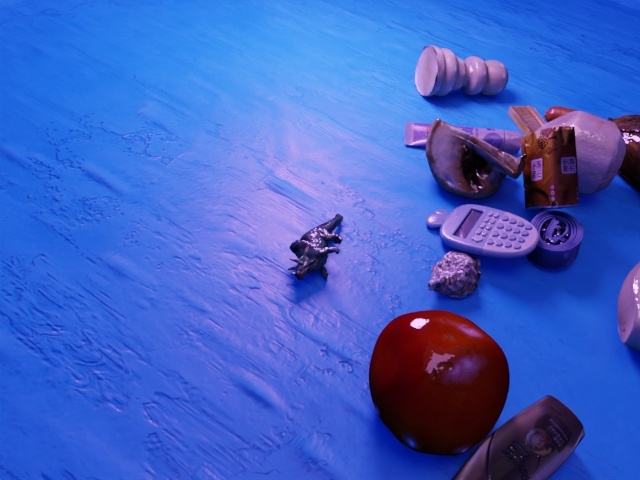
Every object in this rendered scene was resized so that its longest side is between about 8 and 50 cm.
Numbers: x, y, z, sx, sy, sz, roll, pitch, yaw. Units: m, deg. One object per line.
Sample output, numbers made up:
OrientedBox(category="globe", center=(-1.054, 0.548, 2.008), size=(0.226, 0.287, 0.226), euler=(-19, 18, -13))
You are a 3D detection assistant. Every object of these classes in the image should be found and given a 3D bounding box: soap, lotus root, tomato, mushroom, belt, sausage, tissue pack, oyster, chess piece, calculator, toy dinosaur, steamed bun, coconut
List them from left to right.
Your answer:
OrientedBox(category="toy dinosaur", center=(0.014, 0.009, 1.533), size=(0.120, 0.079, 0.292), euler=(32, 45, 19))
OrientedBox(category="tomato", center=(0.231, 0.265, 1.204), size=(0.298, 0.226, 0.299), euler=(2, 44, -2))
OrientedBox(category="oyster", center=(0.344, 0.086, 1.526), size=(0.124, 0.064, 0.177), euler=(20, 43, 16))
OrientedBox(category="chess piece", center=(0.530, -0.604, 2.189), size=(0.330, 0.182, 0.182), euler=(0, 45, -17))
OrientedBox(category="mushroom", center=(0.462, -0.226, 1.825), size=(0.292, 0.212, 0.217), euler=(20, 4, 18))
OrientedBox(category="calculator", center=(0.435, -0.028, 1.632), size=(0.302, 0.042, 0.188), euler=(16, 46, 32))
OrientedBox(category="soap", center=(0.749, -0.390, 2.094), size=(0.092, 0.037, 0.252), euler=(-3, 45, -15))
OrientedBox(category="tissue pack", center=(0.656, -0.202, 1.718), size=(0.091, 0.226, 0.183), euler=(-2, 1, -9))
OrientedBox(category="belt", center=(0.641, -0.003, 1.651), size=(0.141, 0.082, 0.190), euler=(19, 44, 23))
OrientedBox(category="sausage", center=(0.895, -0.427, 2.131), size=(0.197, 0.076, 0.076), euler=(18, 45, 7))
OrientedBox(category="coconut", center=(0.776, -0.274, 1.843), size=(0.265, 0.237, 0.237), euler=(16, 45, 8))
OrientedBox(category="lotus root", center=(1.052, -0.268, 1.918), size=(0.179, 0.196, 0.397), euler=(-10, 45, -26))
OrientedBox(category="steamed bun", center=(0.820, 0.176, 1.452), size=(0.200, 0.155, 0.250), euler=(19, 51, 13))

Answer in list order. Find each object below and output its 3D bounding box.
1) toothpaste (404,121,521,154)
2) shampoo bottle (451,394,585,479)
OrientedBox(category="toothpaste", center=(0.462, -0.332, 1.972), size=(0.371, 0.080, 0.125), euler=(6, 48, 6))
OrientedBox(category="shampoo bottle", center=(0.366, 0.433, 1.163), size=(0.350, 0.084, 0.125), euler=(-24, 56, -29))
